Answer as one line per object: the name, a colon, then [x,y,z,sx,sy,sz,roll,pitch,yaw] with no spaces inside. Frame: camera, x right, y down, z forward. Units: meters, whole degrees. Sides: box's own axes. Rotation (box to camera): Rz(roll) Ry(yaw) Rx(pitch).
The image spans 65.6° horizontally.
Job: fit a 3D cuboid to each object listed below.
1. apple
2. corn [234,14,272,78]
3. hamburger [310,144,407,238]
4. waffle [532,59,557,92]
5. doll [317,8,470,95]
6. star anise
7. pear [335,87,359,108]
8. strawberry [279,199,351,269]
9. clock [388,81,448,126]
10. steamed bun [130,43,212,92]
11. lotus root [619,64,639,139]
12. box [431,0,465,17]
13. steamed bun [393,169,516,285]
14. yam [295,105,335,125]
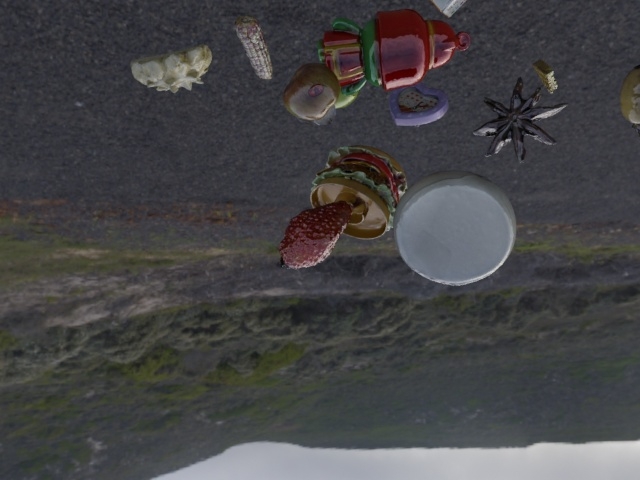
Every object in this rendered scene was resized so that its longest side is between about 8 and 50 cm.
apple: [-0.018,-0.320,1.076,0.102,0.126,0.126,34,148,-23]
corn: [-0.197,-0.584,1.526,0.080,0.079,0.237,-8,153,8]
hamburger: [0.122,-0.156,1.461,0.275,0.212,0.274,21,150,13]
waffle: [0.669,-0.456,1.439,0.032,0.191,0.125,-29,112,25]
doll: [0.177,-0.454,1.187,0.364,0.182,0.160,-9,-155,0]
star anise: [0.623,-0.381,1.568,0.288,0.287,0.088,-15,169,34]
pear: [0.047,-0.608,1.970,0.220,0.187,0.188,2,172,35]
strawberry: [-0.004,-0.003,1.309,0.175,0.107,0.235,25,105,-46]
clock: [0.304,-0.427,1.604,0.172,0.198,0.064,-45,144,-13]
steamed bun: [-0.501,-0.578,1.699,0.296,0.137,0.292,-10,-155,11]
lotus root: [0.906,-0.387,1.390,0.125,0.220,0.118,-7,-164,5]
box: [0.363,-0.828,1.441,0.221,0.273,0.091,-40,167,31]
steamed bun: [0.320,-0.037,1.201,0.283,0.282,0.177,-11,-165,19]
yam: [-0.018,-0.351,1.341,0.079,0.079,0.141,2,-164,-29]
